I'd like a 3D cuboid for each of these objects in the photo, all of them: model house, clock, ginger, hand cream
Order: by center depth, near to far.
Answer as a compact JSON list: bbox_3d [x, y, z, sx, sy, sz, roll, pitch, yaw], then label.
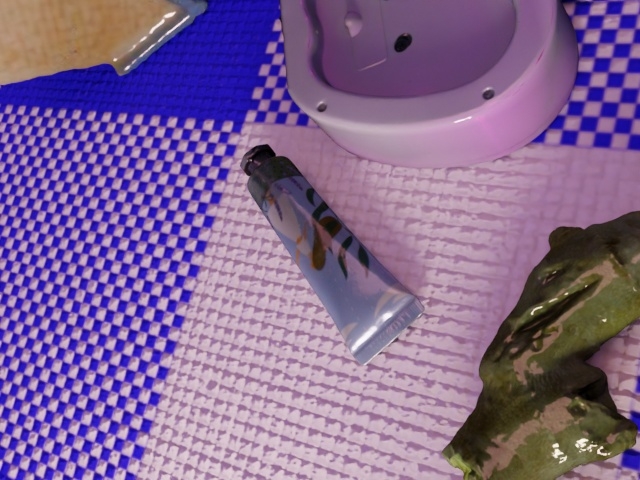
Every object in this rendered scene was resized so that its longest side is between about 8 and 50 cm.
[{"bbox_3d":[0.209,0.106,0.645,0.137,0.089,0.290,13,75,50],"label":"ginger"},{"bbox_3d":[0.115,-0.239,0.801,0.338,0.102,0.339,-9,69,26],"label":"clock"},{"bbox_3d":[0.000,0.000,0.817,0.091,0.058,0.271,-43,63,14],"label":"hand cream"},{"bbox_3d":[-0.333,-0.460,0.984,0.342,0.382,0.335,-14,62,-14],"label":"model house"}]
